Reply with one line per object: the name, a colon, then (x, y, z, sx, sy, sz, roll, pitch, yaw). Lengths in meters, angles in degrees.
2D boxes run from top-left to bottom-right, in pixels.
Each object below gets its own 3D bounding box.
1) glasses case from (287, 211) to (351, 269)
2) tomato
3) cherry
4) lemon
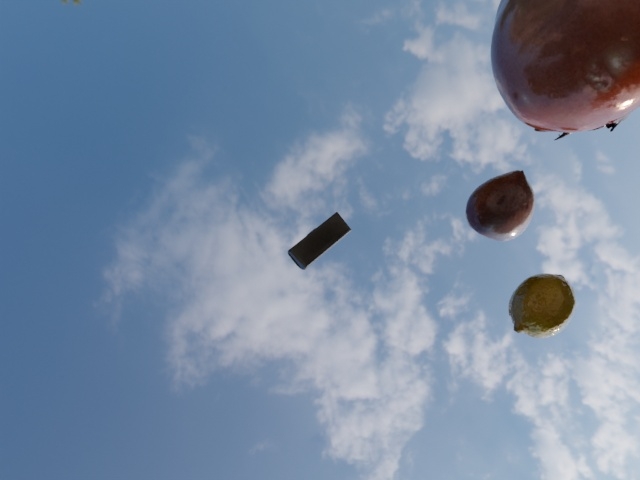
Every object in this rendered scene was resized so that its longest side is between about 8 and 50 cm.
glasses case: (-0.001, 0.001, 1.287, 0.190, 0.042, 0.072, -39, -88, -25)
tomato: (0.430, -0.359, 0.774, 0.272, 0.341, 0.342, 34, -122, -18)
cherry: (0.642, -0.115, 1.617, 0.239, 0.239, 0.206, 15, -131, -8)
lemon: (0.713, 0.206, 1.485, 0.188, 0.188, 0.256, 43, -102, 9)
